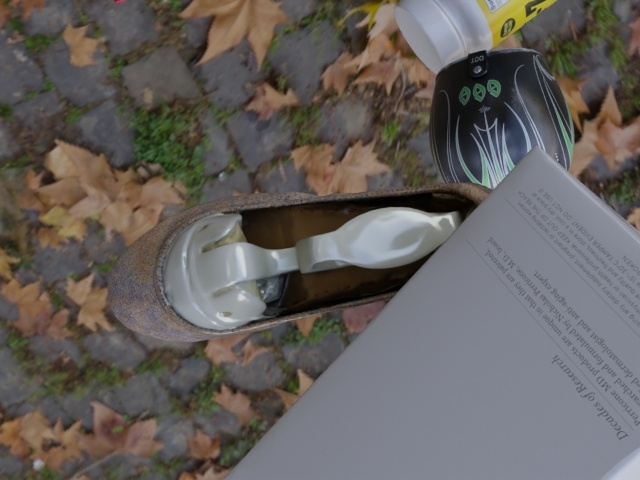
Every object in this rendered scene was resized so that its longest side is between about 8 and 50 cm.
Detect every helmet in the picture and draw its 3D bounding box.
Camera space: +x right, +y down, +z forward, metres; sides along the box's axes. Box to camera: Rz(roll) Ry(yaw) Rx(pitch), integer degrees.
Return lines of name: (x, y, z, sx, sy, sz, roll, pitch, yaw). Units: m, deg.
helmet: (0.196, -0.111, 0.983, 0.170, 0.169, 0.161, -10, 80, 13)

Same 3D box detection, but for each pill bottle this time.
pill bottle: (0.198, -0.295, 1.062, 0.208, 0.119, 0.119, -37, 104, -2)

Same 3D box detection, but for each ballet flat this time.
ballet flat: (-0.018, 0.009, 0.643, 0.316, 0.106, 0.107, -13, 87, 9)

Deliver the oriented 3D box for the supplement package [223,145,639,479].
supplement package: (0.116, 0.128, 0.547, 0.293, 0.175, 0.178, -48, 136, 14)

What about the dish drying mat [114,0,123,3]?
dish drying mat: (-0.248, -0.351, 1.235, 0.083, 0.008, 0.032, -27, 72, -15)
